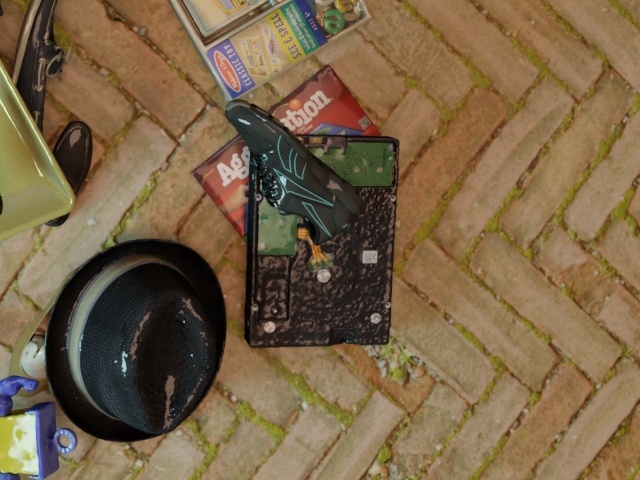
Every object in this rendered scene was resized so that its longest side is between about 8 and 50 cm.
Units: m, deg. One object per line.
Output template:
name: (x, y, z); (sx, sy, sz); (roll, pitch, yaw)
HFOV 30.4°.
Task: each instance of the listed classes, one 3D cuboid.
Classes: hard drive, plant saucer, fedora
hard drive: (0.000, 0.000, 1.877); (0.236, 0.064, 0.339); (-1, 101, -14)
plant saucer: (-0.566, -0.141, 1.700); (0.332, 0.081, 0.333); (-22, 114, 6)
fedora: (-0.256, 0.170, 1.786); (0.334, 0.152, 0.334); (-8, 107, -27)

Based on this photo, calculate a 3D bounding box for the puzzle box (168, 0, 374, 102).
puzzle box: (-0.129, -0.454, 1.813); (0.272, 0.052, 0.409); (-32, 103, -6)

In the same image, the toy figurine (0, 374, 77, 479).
toy figurine: (-0.470, 0.333, 1.743); (0.217, 0.191, 0.363); (-3, 92, 2)

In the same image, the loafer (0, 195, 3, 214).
loafer: (-0.493, -0.094, 1.650); (0.050, 0.056, 0.148); (-15, 115, 1)

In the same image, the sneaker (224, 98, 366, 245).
sneaker: (-0.051, -0.102, 1.761); (0.267, 0.101, 0.106); (42, 91, -17)

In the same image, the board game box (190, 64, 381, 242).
board game box: (-0.054, -0.140, 1.887); (0.281, 0.027, 0.145); (-39, 103, -5)

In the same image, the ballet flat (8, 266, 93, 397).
ballet flat: (-0.417, 0.144, 1.824); (0.080, 0.073, 0.232); (28, 91, -14)

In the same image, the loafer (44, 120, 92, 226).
loafer: (-0.388, -0.100, 1.801); (0.062, 0.061, 0.170); (14, 94, -13)

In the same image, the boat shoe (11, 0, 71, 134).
boat shoe: (-0.420, -0.258, 1.754); (0.079, 0.095, 0.255); (14, 97, -14)

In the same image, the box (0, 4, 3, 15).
box: (-0.531, -0.349, 1.695); (0.126, 0.137, 0.072); (-17, 98, -10)
